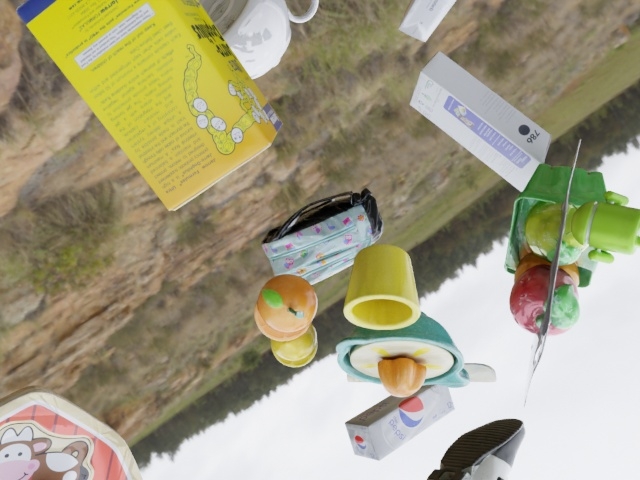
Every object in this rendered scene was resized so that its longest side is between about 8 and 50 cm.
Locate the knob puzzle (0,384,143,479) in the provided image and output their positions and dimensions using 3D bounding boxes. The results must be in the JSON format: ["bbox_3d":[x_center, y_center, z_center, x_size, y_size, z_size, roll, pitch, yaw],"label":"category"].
[{"bbox_3d":[-0.191,0.186,0.394,0.213,0.213,0.030,-33,-147,-28],"label":"knob puzzle"}]

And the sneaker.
[{"bbox_3d":[0.298,0.478,1.223,0.331,0.146,0.122,-33,-173,-31],"label":"sneaker"}]

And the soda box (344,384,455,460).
[{"bbox_3d":[0.204,0.441,1.601,0.286,0.091,0.098,-20,-176,-35],"label":"soda box"}]

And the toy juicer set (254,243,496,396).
[{"bbox_3d":[0.054,0.132,0.701,0.209,0.329,0.089,-13,-126,25],"label":"toy juicer set"}]

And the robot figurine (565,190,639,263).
[{"bbox_3d":[0.408,-0.018,0.894,0.115,0.101,0.067,14,-177,31],"label":"robot figurine"}]

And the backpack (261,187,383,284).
[{"bbox_3d":[0.000,0.000,1.019,0.182,0.115,0.152,-26,179,-22],"label":"backpack"}]

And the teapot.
[{"bbox_3d":[-0.152,-0.447,1.379,0.256,0.187,0.252,-5,-117,41],"label":"teapot"}]

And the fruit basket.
[{"bbox_3d":[0.396,0.063,1.066,0.166,0.327,0.352,6,-125,14],"label":"fruit basket"}]

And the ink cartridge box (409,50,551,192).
[{"bbox_3d":[0.329,-0.218,1.247,0.065,0.333,0.165,-48,174,-8],"label":"ink cartridge box"}]

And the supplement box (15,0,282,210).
[{"bbox_3d":[-0.243,-0.260,0.992,0.195,0.356,0.194,-32,-164,13],"label":"supplement box"}]

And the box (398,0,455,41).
[{"bbox_3d":[0.146,-0.315,0.644,0.145,0.038,0.186,150,-35,-82],"label":"box"}]
